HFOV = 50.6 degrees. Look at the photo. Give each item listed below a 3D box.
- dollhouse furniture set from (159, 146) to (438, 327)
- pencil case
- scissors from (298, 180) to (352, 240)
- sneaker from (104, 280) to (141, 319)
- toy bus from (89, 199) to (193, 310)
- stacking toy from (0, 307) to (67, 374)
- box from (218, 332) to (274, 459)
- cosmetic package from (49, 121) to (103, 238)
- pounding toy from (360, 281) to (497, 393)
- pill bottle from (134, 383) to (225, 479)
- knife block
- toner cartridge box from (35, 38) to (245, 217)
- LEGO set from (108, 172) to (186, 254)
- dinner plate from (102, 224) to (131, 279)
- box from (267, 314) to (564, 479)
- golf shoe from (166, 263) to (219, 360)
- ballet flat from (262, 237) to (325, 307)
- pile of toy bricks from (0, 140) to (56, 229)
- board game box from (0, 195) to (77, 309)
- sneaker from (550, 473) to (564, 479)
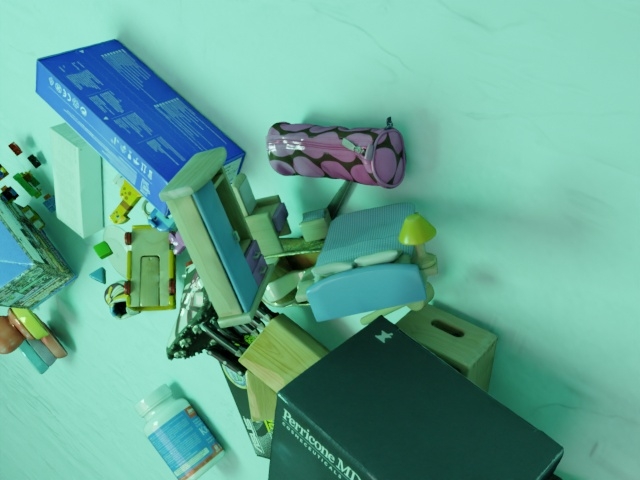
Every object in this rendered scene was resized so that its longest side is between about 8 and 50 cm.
[{"bbox_3d":[-0.001,-0.053,0.896,0.304,0.286,0.198,-12,115,16],"label":"dollhouse furniture set"},{"bbox_3d":[0.015,-0.125,0.948,0.209,0.098,0.095,8,101,39],"label":"pencil case"},{"bbox_3d":[0.000,0.000,1.097,0.109,0.021,0.297,55,136,3],"label":"scissors"},{"bbox_3d":[-0.458,0.139,1.541,0.186,0.084,0.069,-9,113,45],"label":"sneaker"},{"bbox_3d":[-0.337,0.048,1.362,0.191,0.202,0.104,43,167,5],"label":"toy bus"},{"bbox_3d":[-0.838,0.226,1.833,0.279,0.130,0.309,44,159,21],"label":"stacking toy"},{"bbox_3d":[-0.080,0.314,1.322,0.216,0.060,0.269,-3,112,43],"label":"box"},{"bbox_3d":[-0.523,-0.129,1.463,0.099,0.060,0.238,35,133,25],"label":"cosmetic package"},{"bbox_3d":[0.155,0.134,0.974,0.181,0.094,0.205,24,130,33],"label":"pounding toy"},{"bbox_3d":[-0.336,0.451,1.590,0.221,0.124,0.124,52,137,5],"label":"pill bottle"},{"bbox_3d":[-0.058,0.176,1.150,0.276,0.088,0.241,-7,91,8],"label":"knife block"},{"bbox_3d":[-0.308,-0.201,1.149,0.348,0.165,0.075,42,135,16],"label":"toner cartridge box"},{"bbox_3d":[-0.336,-0.053,1.283,0.227,0.087,0.093,42,98,12],"label":"LEGO set"},{"bbox_3d":[-0.451,0.033,1.527,0.141,0.017,0.141,22,127,34],"label":"dinner plate"},{"bbox_3d":[0.099,0.361,0.933,0.294,0.212,0.395,35,136,30],"label":"box"},{"bbox_3d":[-0.220,0.115,1.289,0.272,0.105,0.120,-54,53,24],"label":"golf shoe"},{"bbox_3d":[-0.021,0.058,1.055,0.349,0.123,0.123,-7,109,39],"label":"ballet flat"},{"bbox_3d":[-0.701,-0.138,1.608,0.212,0.118,0.105,55,169,-22],"label":"pile of toy bricks"},{"bbox_3d":[-0.736,0.026,1.587,0.232,0.141,0.291,52,173,5],"label":"board game box"},{"bbox_3d":[0.287,0.426,1.036,0.121,0.111,0.300,56,145,-8],"label":"sneaker"}]
